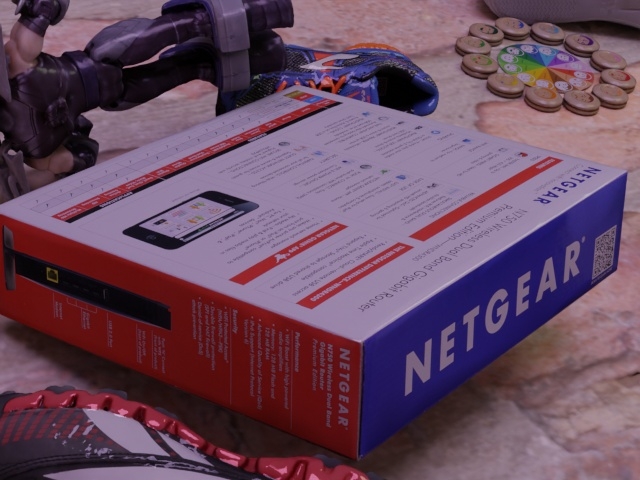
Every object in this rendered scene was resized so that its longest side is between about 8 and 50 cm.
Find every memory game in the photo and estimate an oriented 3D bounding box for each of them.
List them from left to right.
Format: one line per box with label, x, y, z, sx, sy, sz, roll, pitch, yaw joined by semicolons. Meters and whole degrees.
memory game;0.224;-0.176;1.496;0.186;0.012;0.186;8;33;-6

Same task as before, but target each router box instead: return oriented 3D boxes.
router box;0.000;0.000;1.037;0.301;0.082;0.335;18;30;33

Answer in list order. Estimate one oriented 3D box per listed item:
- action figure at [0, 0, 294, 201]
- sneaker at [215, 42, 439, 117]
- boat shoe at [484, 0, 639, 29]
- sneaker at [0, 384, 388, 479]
action figure;-0.162;-0.127;1.139;0.285;0.185;0.099;-20;51;-22
sneaker;0.009;-0.126;1.278;0.221;0.083;0.087;-15;25;-33
boat shoe;0.332;-0.292;1.602;0.335;0.121;0.119;5;38;-6
sneaker;-0.088;0.162;0.824;0.276;0.097;0.135;16;32;3
